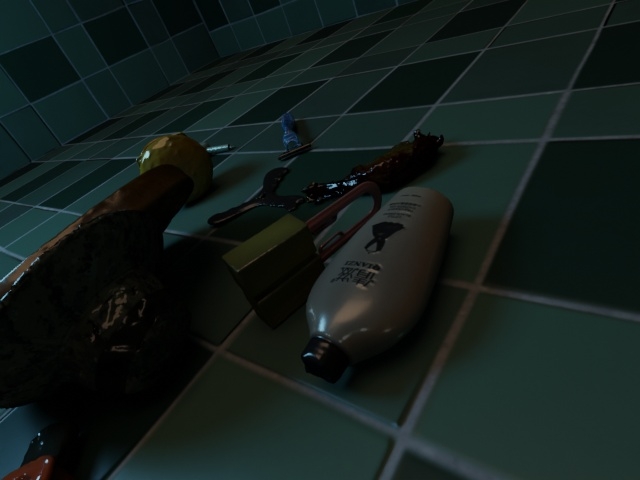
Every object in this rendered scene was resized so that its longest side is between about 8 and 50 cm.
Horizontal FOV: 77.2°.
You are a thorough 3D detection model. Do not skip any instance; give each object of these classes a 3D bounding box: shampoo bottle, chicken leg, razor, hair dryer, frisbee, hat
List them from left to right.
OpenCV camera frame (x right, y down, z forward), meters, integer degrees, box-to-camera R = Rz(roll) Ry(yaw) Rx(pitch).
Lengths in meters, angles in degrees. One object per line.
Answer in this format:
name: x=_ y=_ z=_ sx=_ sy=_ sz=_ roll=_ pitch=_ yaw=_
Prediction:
hat: x=-0.231 y=0.104 z=0.473 sx=0.128 sy=0.265 sz=0.265 roll=28 pitch=49 yaw=6
hair dryer: x=-0.295 y=-0.251 z=1.119 sx=0.124 sy=0.037 sz=0.063 roll=-4 pitch=39 yaw=16
frisbee: x=-0.099 y=-0.085 z=0.775 sx=0.188 sy=0.012 sz=0.211 roll=11 pitch=45 yaw=40
razor: x=-0.075 y=-0.272 z=0.999 sx=0.082 sy=0.042 sz=0.253 roll=-21 pitch=32 yaw=6
chicken leg: x=0.089 y=-0.117 z=0.671 sx=0.253 sy=0.051 sz=0.106 roll=-23 pitch=27 yaw=3
shampoo bottle: x=0.063 y=0.040 z=0.438 sx=0.127 sy=0.078 sz=0.257 roll=10 pitch=48 yaw=35

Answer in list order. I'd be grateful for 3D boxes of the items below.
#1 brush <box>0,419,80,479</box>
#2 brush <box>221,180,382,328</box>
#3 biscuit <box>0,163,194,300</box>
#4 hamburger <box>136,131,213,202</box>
brush: x=-0.262 y=0.286 z=0.317 sx=0.070 sy=0.051 sz=0.323 roll=-23 pitch=33 yaw=-3
brush: x=0.000 y=0.000 z=0.514 sx=0.233 sy=0.103 sz=0.047 roll=-36 pitch=38 yaw=-20
biscuit: x=-0.340 y=0.045 z=0.598 sx=0.394 sy=0.070 sz=0.350 roll=-52 pitch=13 yaw=-28
hamburger: x=-0.322 y=-0.160 z=0.891 sx=0.162 sy=0.162 sz=0.115 roll=-36 pitch=33 yaw=-18
